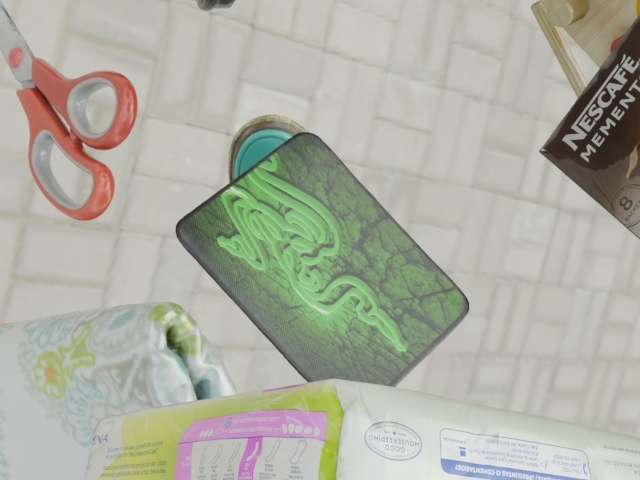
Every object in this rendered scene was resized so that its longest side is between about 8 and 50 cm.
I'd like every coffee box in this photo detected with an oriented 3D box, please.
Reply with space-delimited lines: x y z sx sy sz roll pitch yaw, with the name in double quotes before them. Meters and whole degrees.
"coffee box" 0.330 -0.128 0.947 0.119 0.168 0.297 22 110 -39

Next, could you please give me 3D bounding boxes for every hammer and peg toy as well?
"hammer and peg toy" 0.403 -0.262 1.569 0.127 0.266 0.361 -33 170 -47

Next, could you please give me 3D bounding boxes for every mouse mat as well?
"mouse mat" 0.006 0.021 0.900 0.152 0.190 0.007 -40 174 -34

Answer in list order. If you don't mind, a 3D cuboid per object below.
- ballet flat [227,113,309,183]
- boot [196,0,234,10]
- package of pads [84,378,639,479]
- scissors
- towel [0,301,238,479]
"ballet flat" 0.000 0.000 1.302 0.123 0.123 0.348 -44 125 -29
"boot" -0.214 -0.348 1.043 0.260 0.131 0.348 -13 93 -15
"package of pads" 0.017 0.148 0.676 0.229 0.296 0.101 13 73 -29
"scissors" -0.226 -0.119 0.943 0.021 0.297 0.109 8 113 -47
"towel" -0.163 0.232 1.129 0.090 0.320 0.374 -41 112 -46
